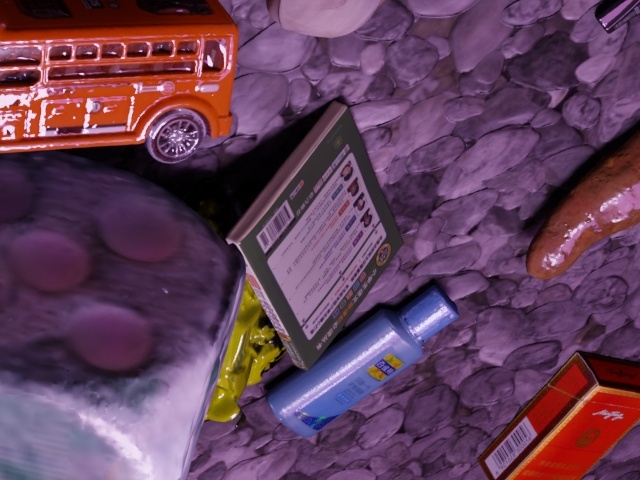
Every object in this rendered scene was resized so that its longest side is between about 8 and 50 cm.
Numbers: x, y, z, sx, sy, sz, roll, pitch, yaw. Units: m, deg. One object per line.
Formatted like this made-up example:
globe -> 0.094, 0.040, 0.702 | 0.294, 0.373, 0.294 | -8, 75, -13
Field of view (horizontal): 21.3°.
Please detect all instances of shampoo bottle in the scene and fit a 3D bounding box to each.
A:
shampoo bottle -> 0.058, 0.148, 2.138 | 0.258, 0.061, 0.104 | -37, 142, 10
shampoo bottle -> 0.365, -0.279, 1.874 | 0.137, 0.027, 0.048 | -37, 154, 10

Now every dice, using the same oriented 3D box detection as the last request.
dice -> -0.269, 0.134, 1.617 | 0.348, 0.330, 0.328 | 14, 132, -5

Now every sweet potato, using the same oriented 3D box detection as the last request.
sweet potato -> 0.386, -0.079, 2.063 | 0.354, 0.095, 0.106 | -41, -175, 18

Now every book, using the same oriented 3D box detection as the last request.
book -> 0.000, 0.000, 1.887 | 0.202, 0.027, 0.264 | -54, 147, -20

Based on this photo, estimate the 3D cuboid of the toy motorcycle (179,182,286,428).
toy motorcycle -> -0.135, 0.086, 1.890 | 0.206, 0.142, 0.342 | -59, 149, -24

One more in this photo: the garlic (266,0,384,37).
garlic -> -0.006, -0.294, 1.522 | 0.210, 0.237, 0.292 | 38, 122, -9

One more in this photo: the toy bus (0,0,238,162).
toy bus -> -0.247, -0.158, 1.549 | 0.329, 0.143, 0.153 | -6, 127, -25

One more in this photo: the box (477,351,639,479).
box -> 0.359, 0.270, 2.457 | 0.153, 0.074, 0.240 | 15, 125, -37
